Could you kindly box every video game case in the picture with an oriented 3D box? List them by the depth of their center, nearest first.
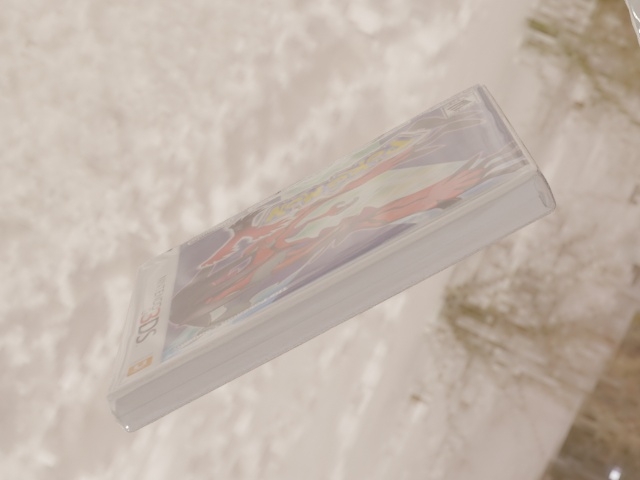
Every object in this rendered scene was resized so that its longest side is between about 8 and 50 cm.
[{"bbox_3d":[0.000,0.000,0.759,0.201,0.023,0.183,-28,-164,6],"label":"video game case"}]

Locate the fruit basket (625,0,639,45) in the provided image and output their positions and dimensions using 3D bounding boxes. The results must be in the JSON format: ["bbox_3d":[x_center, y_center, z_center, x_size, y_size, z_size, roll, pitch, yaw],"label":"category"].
[{"bbox_3d":[0.363,-0.060,0.849,0.327,0.353,0.165,58,35,-42],"label":"fruit basket"}]
